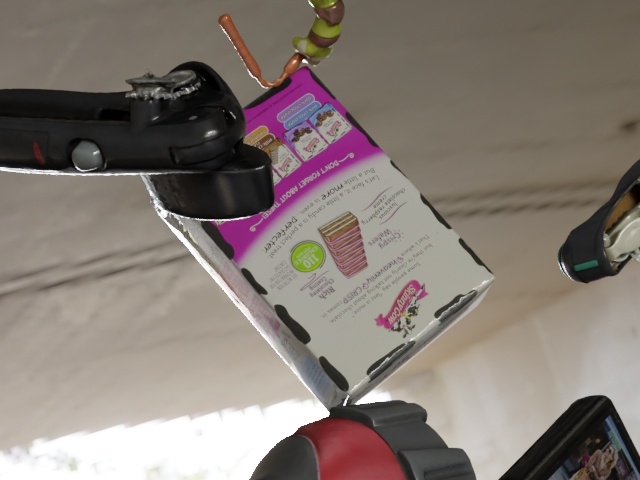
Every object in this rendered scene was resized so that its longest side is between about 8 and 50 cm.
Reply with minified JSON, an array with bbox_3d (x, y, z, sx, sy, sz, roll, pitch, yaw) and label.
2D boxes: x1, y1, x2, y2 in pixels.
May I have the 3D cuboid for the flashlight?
[{"bbox_3d":[-0.064,0.134,0.827,0.304,0.103,0.103,-4,-47,-43],"label":"flashlight"}]

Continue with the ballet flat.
[{"bbox_3d":[0.313,-0.025,1.849,0.203,0.074,0.074,-41,4,-34],"label":"ballet flat"}]

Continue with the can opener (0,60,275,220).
[{"bbox_3d":[-0.107,-0.045,0.831,0.186,0.073,0.059,6,22,31],"label":"can opener"}]

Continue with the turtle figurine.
[{"bbox_3d":[0.033,-0.249,1.441,0.217,0.270,0.087,-19,35,-29],"label":"turtle figurine"}]

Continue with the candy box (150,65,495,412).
[{"bbox_3d":[0.000,0.000,1.486,0.159,0.233,0.071,-36,-13,-20],"label":"candy box"}]

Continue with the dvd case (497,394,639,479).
[{"bbox_3d":[0.080,0.201,0.742,0.022,0.180,0.253,-14,18,49],"label":"dvd case"}]
